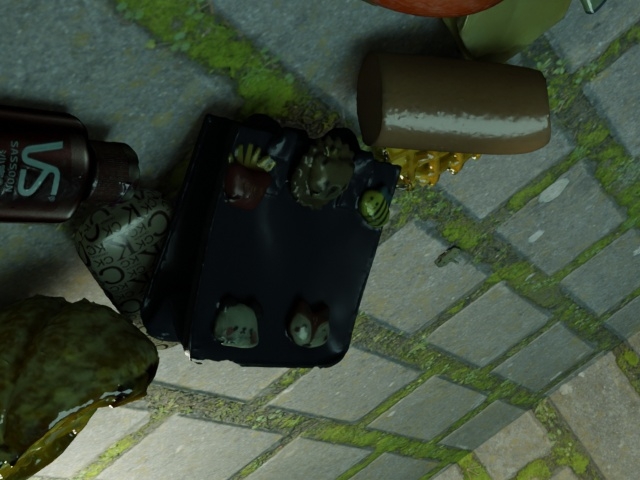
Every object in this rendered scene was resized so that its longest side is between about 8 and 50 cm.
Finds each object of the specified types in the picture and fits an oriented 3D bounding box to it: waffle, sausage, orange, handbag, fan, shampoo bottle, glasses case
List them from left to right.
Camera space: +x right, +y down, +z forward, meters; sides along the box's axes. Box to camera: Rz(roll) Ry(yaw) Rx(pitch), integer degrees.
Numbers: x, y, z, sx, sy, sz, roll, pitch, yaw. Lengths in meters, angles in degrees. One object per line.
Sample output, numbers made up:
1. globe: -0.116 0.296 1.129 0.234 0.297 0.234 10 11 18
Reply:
1. shampoo bottle: -0.336 -0.078 1.100 0.323 0.084 0.129 3 99 -48
2. orange: -0.385 0.196 1.381 0.369 0.210 0.271 -40 169 19
3. glasses case: -0.225 0.048 1.441 0.137 0.085 0.354 -33 152 -8
4. handbag: -0.053 0.003 1.381 0.303 0.122 0.329 9 104 -46
5. waffle: 0.176 -0.161 1.544 0.280 0.060 0.262 1 138 -47
6. fan: 0.246 0.034 2.002 0.056 0.004 0.083 -40 152 14
7. sausage: 0.180 -0.173 1.366 0.253 0.123 0.123 2 143 -13

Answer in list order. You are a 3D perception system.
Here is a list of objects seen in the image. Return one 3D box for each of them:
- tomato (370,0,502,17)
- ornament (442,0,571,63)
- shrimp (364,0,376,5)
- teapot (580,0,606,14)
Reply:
1. tomato: 0.091 -0.334 0.962 0.265 0.265 0.265 -25 152 -14
2. ornament: 0.238 -0.288 1.383 0.201 0.059 0.180 -14 137 -33
3. shrimp: 0.079 -0.326 1.207 0.099 0.041 0.180 -18 155 5
4. teapot: 0.325 -0.368 1.285 0.108 0.149 0.111 -48 -174 -24
